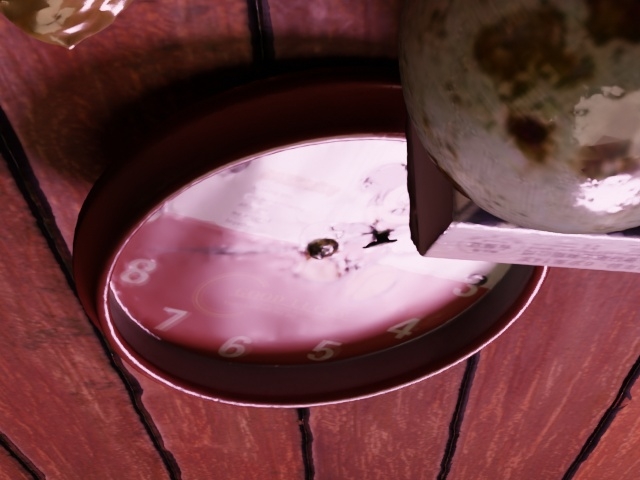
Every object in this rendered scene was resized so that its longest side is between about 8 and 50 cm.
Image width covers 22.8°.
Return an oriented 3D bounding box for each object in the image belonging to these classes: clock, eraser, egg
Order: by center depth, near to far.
[{"bbox_3d":[0.116,-0.085,0.713,0.169,0.169,0.231,1,163,-10],"label":"egg"},{"bbox_3d":[0.156,-0.049,0.877,0.210,0.124,0.068,4,158,-16],"label":"eraser"},{"bbox_3d":[0.000,0.000,1.017,0.318,0.080,0.318,-6,143,-5],"label":"clock"}]

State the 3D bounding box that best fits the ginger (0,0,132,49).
[{"bbox_3d":[-0.003,-0.172,0.398,0.375,0.166,0.236,-15,136,28],"label":"ginger"}]
